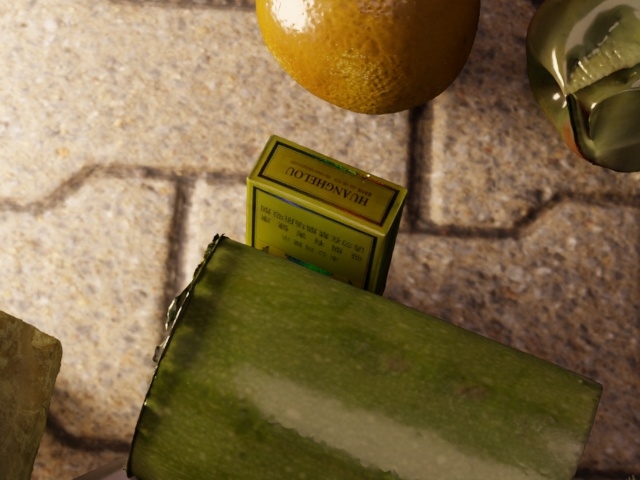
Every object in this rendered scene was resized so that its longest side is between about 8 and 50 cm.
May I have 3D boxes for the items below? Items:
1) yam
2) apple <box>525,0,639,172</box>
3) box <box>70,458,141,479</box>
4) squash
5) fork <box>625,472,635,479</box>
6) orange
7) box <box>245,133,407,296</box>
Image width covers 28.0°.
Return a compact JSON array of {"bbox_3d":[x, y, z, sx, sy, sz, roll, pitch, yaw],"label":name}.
[{"bbox_3d":[-0.343,0.182,1.223,0.161,0.161,0.268,8,59,4],"label":"yam"},{"bbox_3d":[0.317,-0.180,1.315,0.188,0.174,0.207,-28,88,0],"label":"apple"},{"bbox_3d":[-0.281,0.310,1.272,0.244,0.055,0.103,-24,76,-5],"label":"box"},{"bbox_3d":[0.030,0.178,1.189,0.384,0.263,0.263,22,77,7],"label":"squash"},{"bbox_3d":[0.391,0.306,1.265,0.219,0.034,0.028,34,52,8],"label":"fork"},{"bbox_3d":[0.049,-0.241,1.322,0.236,0.236,0.236,0,75,2],"label":"orange"},{"bbox_3d":[0.000,0.000,1.257,0.141,0.220,0.064,22,61,8],"label":"box"}]
